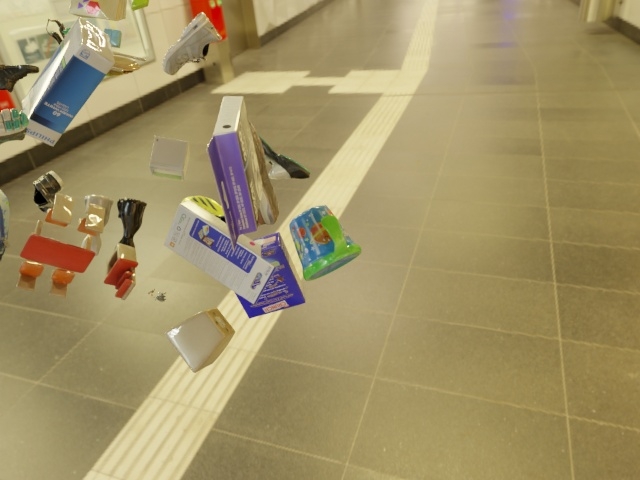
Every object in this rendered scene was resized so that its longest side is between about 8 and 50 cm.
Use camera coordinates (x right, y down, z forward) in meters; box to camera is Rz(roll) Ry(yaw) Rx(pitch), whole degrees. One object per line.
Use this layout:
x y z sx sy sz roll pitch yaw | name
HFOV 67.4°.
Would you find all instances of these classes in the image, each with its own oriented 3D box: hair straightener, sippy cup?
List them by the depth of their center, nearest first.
0.000 0.000 1.771 0.305 0.224 0.240 -35 -14 33 | sippy cup
-1.059 -0.807 1.992 0.089 0.230 0.047 -23 50 1 | hair straightener

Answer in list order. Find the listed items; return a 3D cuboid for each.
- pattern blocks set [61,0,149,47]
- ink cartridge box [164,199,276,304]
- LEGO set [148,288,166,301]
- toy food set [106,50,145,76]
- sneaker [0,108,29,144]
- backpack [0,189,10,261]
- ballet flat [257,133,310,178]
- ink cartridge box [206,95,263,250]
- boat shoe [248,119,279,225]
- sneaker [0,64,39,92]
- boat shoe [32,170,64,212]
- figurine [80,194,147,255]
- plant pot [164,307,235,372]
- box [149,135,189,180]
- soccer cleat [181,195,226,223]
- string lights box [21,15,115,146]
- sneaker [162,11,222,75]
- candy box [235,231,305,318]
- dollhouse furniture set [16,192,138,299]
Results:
-0.626 -0.716 1.365 0.285 0.325 0.026 17 -4 1 | pattern blocks set
-0.321 0.039 1.560 0.370 0.176 0.069 34 29 5 | ink cartridge box
-0.611 0.213 1.810 0.083 0.054 0.023 23 30 -43 | LEGO set
-0.574 -0.487 1.342 0.132 0.039 0.192 12 29 -4 | toy food set
-0.680 -0.215 0.971 0.166 0.076 0.065 -14 75 -29 | sneaker
-1.059 -0.039 1.390 0.290 0.356 0.273 43 52 8 | backpack
-0.170 -0.269 1.631 0.096 0.280 0.095 -56 5 -8 | ballet flat
-0.146 -0.123 0.862 0.045 0.206 0.208 -5 39 3 | ink cartridge box
-0.212 -0.189 1.335 0.116 0.325 0.123 -11 13 12 | boat shoe
-0.991 -0.514 1.536 0.170 0.089 0.051 -8 10 -24 | sneaker
-0.878 -0.143 1.520 0.233 0.084 0.079 -29 18 52 | boat shoe
-0.720 -0.042 1.648 0.214 0.210 0.092 6 -6 12 | figurine
-0.253 0.207 1.053 0.096 0.109 0.109 -41 -8 4 | plant pot
-0.454 -0.247 1.452 0.101 0.087 0.102 9 73 -11 | box
-0.461 -0.111 2.032 0.289 0.094 0.121 21 26 2 | soccer cleat
-0.576 -0.356 1.084 0.259 0.076 0.133 -42 50 20 | string lights box
-0.453 -0.652 1.670 0.281 0.115 0.105 -28 29 42 | sneaker
-0.238 0.152 2.020 0.268 0.317 0.122 -17 31 7 | candy box
-0.606 0.050 1.215 0.259 0.262 0.135 22 32 -36 | dollhouse furniture set
